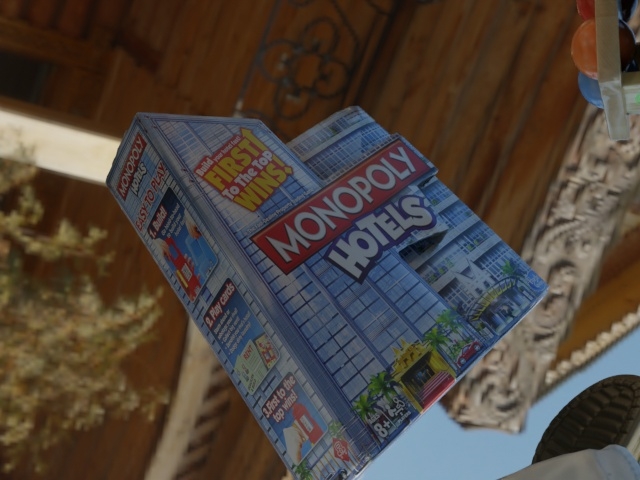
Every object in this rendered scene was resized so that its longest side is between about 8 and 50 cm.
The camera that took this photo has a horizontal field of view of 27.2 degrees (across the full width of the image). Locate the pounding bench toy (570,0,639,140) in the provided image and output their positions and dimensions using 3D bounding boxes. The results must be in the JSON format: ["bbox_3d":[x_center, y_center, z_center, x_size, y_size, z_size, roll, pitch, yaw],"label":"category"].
[{"bbox_3d":[0.095,-0.063,0.332,0.065,0.083,0.052,-3,-104,15],"label":"pounding bench toy"}]

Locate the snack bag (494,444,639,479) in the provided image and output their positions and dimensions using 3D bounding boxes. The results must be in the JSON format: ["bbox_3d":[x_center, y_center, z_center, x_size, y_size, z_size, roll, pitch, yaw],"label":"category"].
[{"bbox_3d":[0.014,0.254,0.399,0.342,0.037,0.323,-33,-114,32],"label":"snack bag"}]

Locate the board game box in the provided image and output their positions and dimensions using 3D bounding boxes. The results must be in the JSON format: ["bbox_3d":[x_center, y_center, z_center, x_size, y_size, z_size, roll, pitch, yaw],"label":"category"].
[{"bbox_3d":[0.000,0.000,0.654,0.194,0.194,0.060,45,-43,9],"label":"board game box"}]

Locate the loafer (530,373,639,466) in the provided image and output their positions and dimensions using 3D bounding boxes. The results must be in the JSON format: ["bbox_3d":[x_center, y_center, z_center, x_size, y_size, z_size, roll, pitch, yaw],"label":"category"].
[{"bbox_3d":[0.128,0.135,0.648,0.148,0.050,0.056,-60,-151,-3],"label":"loafer"}]
